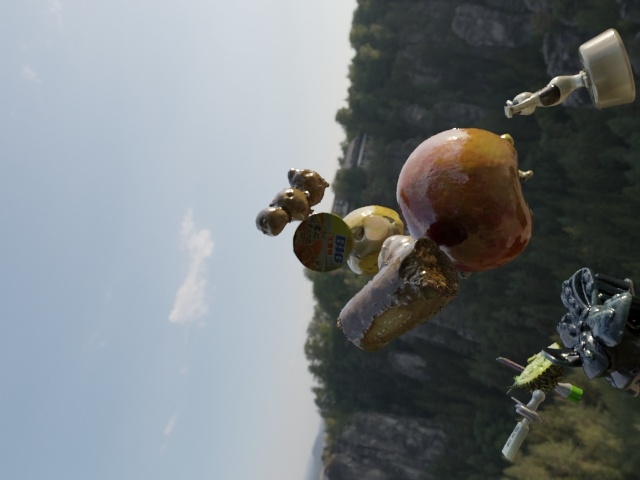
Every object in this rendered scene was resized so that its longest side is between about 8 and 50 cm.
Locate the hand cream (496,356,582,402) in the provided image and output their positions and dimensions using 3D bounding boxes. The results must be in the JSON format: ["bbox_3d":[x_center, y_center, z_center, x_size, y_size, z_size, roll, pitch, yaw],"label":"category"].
[{"bbox_3d":[0.731,0.460,1.655,0.050,0.275,0.079,-53,-20,-36],"label":"hand cream"}]

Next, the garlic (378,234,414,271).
[{"bbox_3d":[0.297,0.106,1.472,0.245,0.253,0.245,-179,90,-67],"label":"garlic"}]

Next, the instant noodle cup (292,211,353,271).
[{"bbox_3d":[0.000,0.000,1.681,0.153,0.205,0.205,-148,69,-81],"label":"instant noodle cup"}]

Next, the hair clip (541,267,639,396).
[{"bbox_3d":[0.578,0.184,0.998,0.310,0.195,0.206,-32,-41,-74],"label":"hair clip"}]

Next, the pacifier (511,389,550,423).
[{"bbox_3d":[0.520,0.400,1.196,0.078,0.099,0.081,-55,-21,-3],"label":"pacifier"}]

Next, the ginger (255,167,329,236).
[{"bbox_3d":[-0.066,-0.081,1.089,0.204,0.104,0.080,-54,1,-32],"label":"ginger"}]

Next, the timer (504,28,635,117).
[{"bbox_3d":[0.583,-0.367,1.185,0.175,0.266,0.175,38,-136,-47],"label":"timer"}]

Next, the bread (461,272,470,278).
[{"bbox_3d":[0.445,0.019,1.516,0.165,0.113,0.416,-62,-19,1],"label":"bread"}]

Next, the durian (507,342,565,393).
[{"bbox_3d":[0.643,0.391,1.439,0.215,0.086,0.100,-43,21,-3],"label":"durian"}]

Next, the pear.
[{"bbox_3d":[0.194,-0.004,1.847,0.271,0.271,0.271,12,-90,-84],"label":"pear"}]

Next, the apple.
[{"bbox_3d":[0.261,-0.047,0.937,0.163,0.251,0.293,-51,-57,-46],"label":"apple"}]

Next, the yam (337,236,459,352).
[{"bbox_3d":[0.145,0.106,0.898,0.238,0.128,0.129,-49,11,39],"label":"yam"}]

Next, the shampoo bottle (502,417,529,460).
[{"bbox_3d":[0.542,0.529,1.339,0.141,0.034,0.049,-61,-24,0],"label":"shampoo bottle"}]

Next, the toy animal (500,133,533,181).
[{"bbox_3d":[0.491,-0.188,1.364,0.121,0.169,0.233,-43,-28,-17],"label":"toy animal"}]
